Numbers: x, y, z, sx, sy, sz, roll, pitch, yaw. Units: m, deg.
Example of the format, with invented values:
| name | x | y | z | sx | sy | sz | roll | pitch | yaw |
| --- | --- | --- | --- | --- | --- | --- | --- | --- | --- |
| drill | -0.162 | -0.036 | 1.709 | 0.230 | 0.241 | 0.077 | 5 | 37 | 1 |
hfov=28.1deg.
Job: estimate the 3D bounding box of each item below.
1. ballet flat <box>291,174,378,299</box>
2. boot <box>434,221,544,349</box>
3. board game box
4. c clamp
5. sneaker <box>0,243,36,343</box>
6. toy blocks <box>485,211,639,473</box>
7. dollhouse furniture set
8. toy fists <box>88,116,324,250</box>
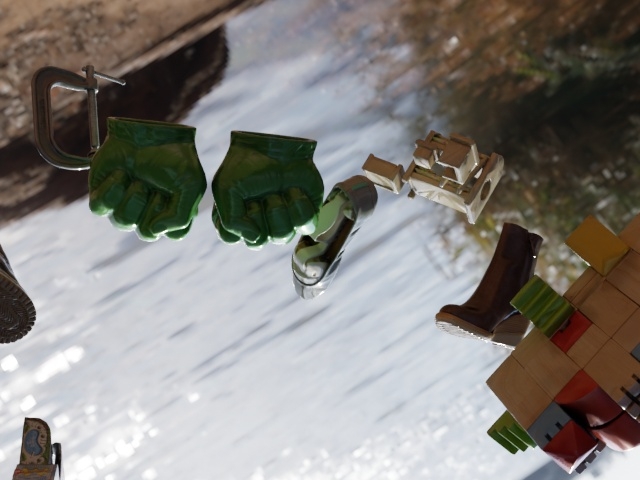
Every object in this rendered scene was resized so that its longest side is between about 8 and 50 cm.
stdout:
| name | x | y | z | sx | sy | sz | roll | pitch | yaw |
| --- | --- | --- | --- | --- | --- | --- | --- | --- | --- |
| ballet flat | 0.000 | 0.000 | 1.645 | 0.068 | 0.072 | 0.213 | -19 | 149 | -48 |
| boot | 0.287 | 0.069 | 2.155 | 0.090 | 0.207 | 0.248 | 8 | 174 | 40 |
| board game box | -0.397 | 0.356 | 1.812 | 0.060 | 0.194 | 0.194 | 1 | 136 | -6 |
| c clamp | -0.298 | -0.155 | 1.587 | 0.137 | 0.161 | 0.022 | 19 | 147 | -39 |
| sneaker | -0.462 | -0.003 | 1.556 | 0.099 | 0.153 | 0.282 | -37 | 128 | -7 |
| toy blocks | 0.356 | 0.133 | 1.457 | 0.381 | 0.190 | 0.261 | -48 | -160 | 5 |
| dollhouse furniture set | 0.151 | -0.133 | 1.809 | 0.101 | 0.181 | 0.161 | -58 | 154 | -18 |
| toy fists | -0.133 | -0.061 | 1.507 | 0.279 | 0.142 | 0.096 | 5 | -171 | -12 |
